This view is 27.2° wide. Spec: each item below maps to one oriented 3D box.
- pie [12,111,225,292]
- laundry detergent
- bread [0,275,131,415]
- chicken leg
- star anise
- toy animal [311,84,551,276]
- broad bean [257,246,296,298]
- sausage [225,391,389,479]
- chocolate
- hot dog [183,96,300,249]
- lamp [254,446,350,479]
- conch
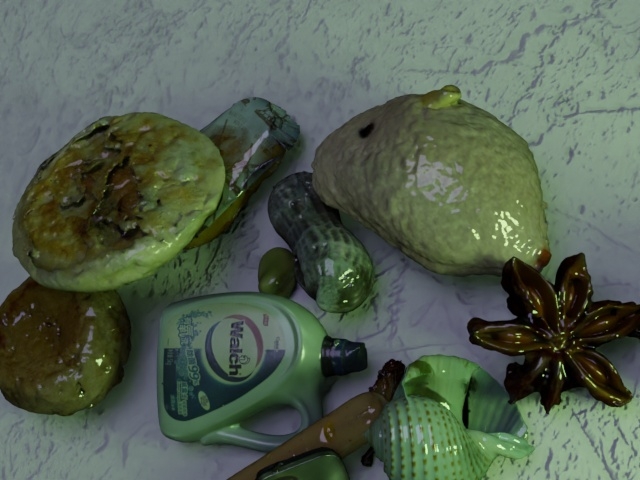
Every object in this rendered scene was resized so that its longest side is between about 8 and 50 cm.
[{"bbox_3d":[-0.297,-0.057,1.893,0.339,0.077,0.339,-12,48,13],"label":"pie"},{"bbox_3d":[-0.075,0.176,1.768,0.280,0.105,0.215,0,84,16],"label":"laundry detergent"},{"bbox_3d":[-0.371,0.149,1.907,0.230,0.123,0.230,-10,63,20],"label":"bread"},{"bbox_3d":[0.083,0.223,1.719,0.062,0.037,0.145,-14,57,41],"label":"chicken leg"},{"bbox_3d":[0.290,0.122,1.627,0.220,0.126,0.190,42,74,0],"label":"star anise"},{"bbox_3d":[0.168,-0.080,1.744,0.358,0.188,0.226,35,73,21],"label":"toy animal"},{"bbox_3d":[-0.061,0.046,1.872,0.063,0.045,0.083,-16,51,29],"label":"broad bean"},{"bbox_3d":[-0.036,0.287,1.703,0.301,0.066,0.066,-32,56,14],"label":"sausage"},{"bbox_3d":[0.000,0.000,1.830,0.110,0.110,0.248,-30,57,7],"label":"chocolate"},{"bbox_3d":[-0.149,-0.103,1.964,0.270,0.082,0.162,-45,53,-4],"label":"hot dog"},{"bbox_3d":[0.052,0.384,1.603,0.203,0.124,0.283,-23,60,0],"label":"lamp"},{"bbox_3d":[0.148,0.243,1.623,0.131,0.200,0.172,-53,26,36],"label":"conch"}]
